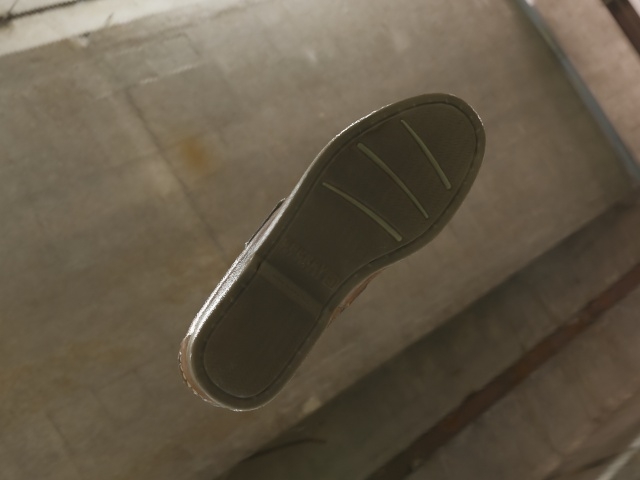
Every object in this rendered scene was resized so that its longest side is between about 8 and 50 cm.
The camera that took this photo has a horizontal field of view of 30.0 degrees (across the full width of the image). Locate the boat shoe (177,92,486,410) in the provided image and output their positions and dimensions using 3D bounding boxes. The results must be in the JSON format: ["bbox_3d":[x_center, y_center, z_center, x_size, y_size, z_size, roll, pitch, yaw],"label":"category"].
[{"bbox_3d":[0.000,0.000,0.939,0.307,0.104,0.111,-44,-82,-13],"label":"boat shoe"}]
